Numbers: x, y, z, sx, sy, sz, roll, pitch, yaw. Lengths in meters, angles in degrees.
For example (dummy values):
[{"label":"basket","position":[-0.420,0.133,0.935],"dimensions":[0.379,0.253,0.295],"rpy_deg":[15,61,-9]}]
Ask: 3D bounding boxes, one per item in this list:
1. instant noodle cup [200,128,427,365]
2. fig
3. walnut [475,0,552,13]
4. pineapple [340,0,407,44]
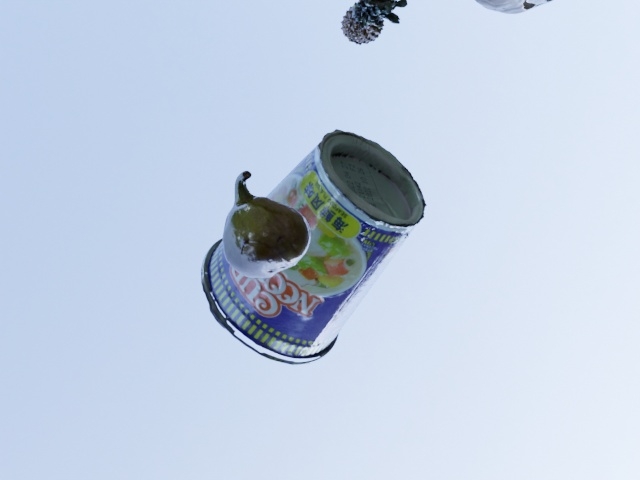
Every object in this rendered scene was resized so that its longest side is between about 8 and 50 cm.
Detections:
[{"label":"instant noodle cup","position":[0.000,0.000,1.162],"dimensions":[0.284,0.312,0.284],"rpy_deg":[24,-142,-21]},{"label":"fig","position":[-0.060,-0.013,0.700],"dimensions":[0.082,0.084,0.098],"rpy_deg":[-27,-95,-19]},{"label":"walnut","position":[0.378,-0.533,1.379],"dimensions":[0.224,0.224,0.224],"rpy_deg":[12,-116,-27]},{"label":"pineapple","position":[0.100,-0.444,1.442],"dimensions":[0.103,0.221,0.083],"rpy_deg":[-5,-87,-10]}]
